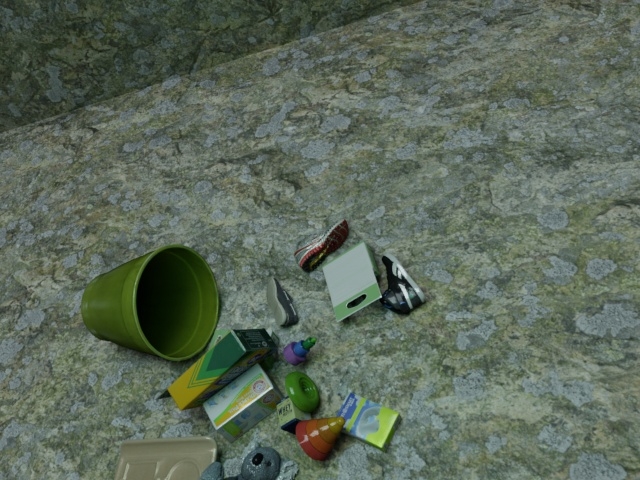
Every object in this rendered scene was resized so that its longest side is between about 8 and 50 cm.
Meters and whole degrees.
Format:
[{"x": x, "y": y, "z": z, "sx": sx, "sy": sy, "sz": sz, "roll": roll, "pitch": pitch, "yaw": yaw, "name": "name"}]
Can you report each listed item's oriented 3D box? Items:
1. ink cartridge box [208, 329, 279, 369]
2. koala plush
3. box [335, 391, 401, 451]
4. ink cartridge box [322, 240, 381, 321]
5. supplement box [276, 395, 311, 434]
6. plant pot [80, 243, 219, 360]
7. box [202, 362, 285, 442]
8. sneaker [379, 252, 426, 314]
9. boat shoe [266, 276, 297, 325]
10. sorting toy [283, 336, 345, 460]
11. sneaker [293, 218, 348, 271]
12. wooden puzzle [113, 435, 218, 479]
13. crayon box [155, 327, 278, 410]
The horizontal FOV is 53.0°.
[{"x": -0.244, "y": 0.343, "z": 2.029, "sx": 0.209, "sy": 0.062, "sz": 0.109, "roll": -3, "pitch": 53, "yaw": 22, "name": "ink cartridge box"}, {"x": -0.182, "y": 0.642, "z": 1.715, "sx": 0.196, "sy": 0.203, "sz": 0.221, "roll": 16, "pitch": 40, "yaw": 22, "name": "koala plush"}, {"x": 0.120, "y": 0.494, "z": 1.766, "sx": 0.178, "sy": 0.042, "sz": 0.109, "roll": 16, "pitch": 61, "yaw": 31, "name": "box"}, {"x": 0.106, "y": 0.135, "z": 2.021, "sx": 0.171, "sy": 0.056, "sz": 0.235, "roll": -32, "pitch": 47, "yaw": 18, "name": "ink cartridge box"}, {"x": -0.073, "y": 0.494, "z": 1.813, "sx": 0.056, "sy": 0.083, "sz": 0.083, "roll": -35, "pitch": 45, "yaw": 19, "name": "supplement box"}, {"x": -0.590, "y": 0.212, "z": 2.123, "sx": 0.352, "sy": 0.366, "sz": 0.367, "roll": -7, "pitch": 50, "yaw": 33, "name": "plant pot"}, {"x": -0.221, "y": 0.474, "z": 1.880, "sx": 0.203, "sy": 0.114, "sz": 0.103, "roll": -35, "pitch": 50, "yaw": -7, "name": "box"}, {"x": 0.217, "y": 0.136, "z": 1.982, "sx": 0.121, "sy": 0.079, "sz": 0.217, "roll": -33, "pitch": 49, "yaw": -4, "name": "sneaker"}, {"x": -0.128, "y": 0.201, "z": 2.108, "sx": 0.064, "sy": 0.075, "sz": 0.206, "roll": 7, "pitch": 35, "yaw": -26, "name": "boat shoe"}, {"x": -0.010, "y": 0.420, "z": 1.799, "sx": 0.126, "sy": 0.127, "sz": 0.366, "roll": -39, "pitch": 44, "yaw": 23, "name": "sorting toy"}, {"x": 0.000, "y": 0.000, "z": 2.179, "sx": 0.225, "sy": 0.088, "sz": 0.092, "roll": -40, "pitch": 48, "yaw": -10, "name": "sneaker"}, {"x": -0.447, "y": 0.738, "z": 1.799, "sx": 0.322, "sy": 0.080, "sz": 0.348, "roll": -8, "pitch": 56, "yaw": 17, "name": "wooden puzzle"}, {"x": -0.299, "y": 0.389, "z": 1.878, "sx": 0.323, "sy": 0.203, "sz": 0.083, "roll": -42, "pitch": 71, "yaw": 13, "name": "crayon box"}]
